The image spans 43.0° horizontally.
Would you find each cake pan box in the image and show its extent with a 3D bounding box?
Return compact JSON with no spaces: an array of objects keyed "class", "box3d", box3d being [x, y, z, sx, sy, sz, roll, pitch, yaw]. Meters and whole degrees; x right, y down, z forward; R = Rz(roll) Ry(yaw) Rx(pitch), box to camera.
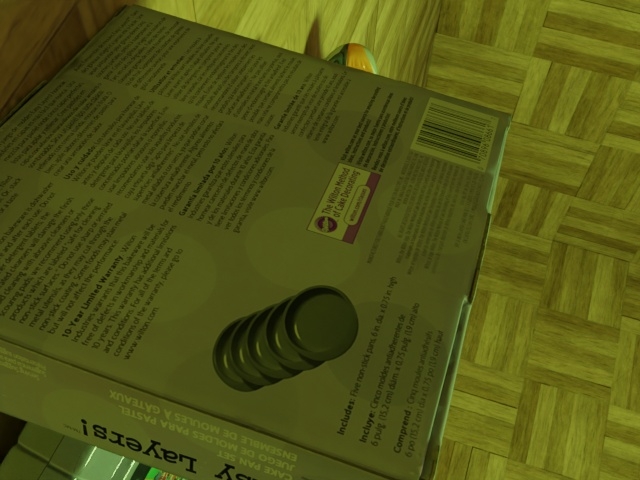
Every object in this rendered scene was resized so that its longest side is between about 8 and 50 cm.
[{"class":"cake pan box","box3d":[-0.042,-0.013,0.414,0.267,0.245,0.070,-67,173,-45]}]

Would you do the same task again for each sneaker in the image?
[{"class":"sneaker","box3d":[0.025,-0.187,1.088,0.262,0.099,0.121,106,-4,-61]}]

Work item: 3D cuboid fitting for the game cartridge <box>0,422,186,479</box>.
[{"class":"game cartridge","box3d":[-0.158,0.215,0.604,0.230,0.068,0.355,-57,167,-17]}]
